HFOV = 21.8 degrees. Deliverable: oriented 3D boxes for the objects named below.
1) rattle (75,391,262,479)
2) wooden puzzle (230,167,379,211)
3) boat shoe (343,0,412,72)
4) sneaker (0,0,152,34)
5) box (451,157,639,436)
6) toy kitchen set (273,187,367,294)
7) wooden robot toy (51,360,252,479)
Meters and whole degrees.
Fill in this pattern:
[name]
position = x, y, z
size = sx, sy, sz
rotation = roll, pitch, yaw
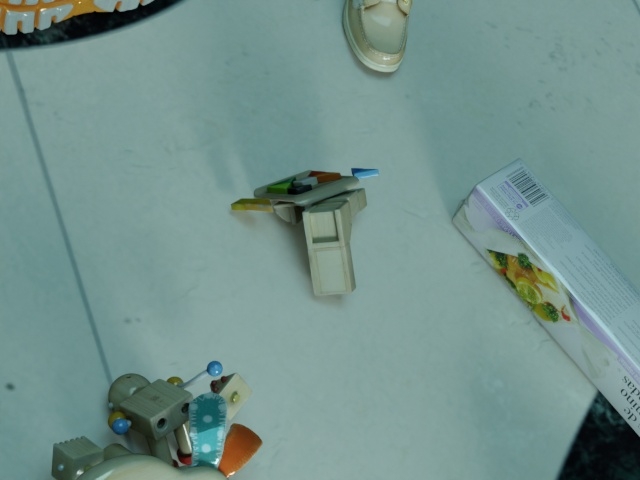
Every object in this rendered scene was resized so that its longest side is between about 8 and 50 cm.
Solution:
[rattle]
position = -0.092, 0.194, 1.172
size = 0.200, 0.143, 0.130
rotation = -33, 93, -26
[wooden puzzle]
position = -0.013, -0.047, 1.430
size = 0.116, 0.079, 0.014
rotation = -23, 111, -37
[boat shoe]
position = 0.058, -0.239, 1.581
size = 0.063, 0.059, 0.170
rotation = 8, 56, -16
[sneaker]
position = -0.239, -0.241, 1.461
size = 0.215, 0.084, 0.083
rotation = -11, 60, -37
[box]
position = 0.246, 0.071, 1.448
size = 0.067, 0.063, 0.324
rotation = -32, 74, -32
[toy kitchen set]
position = 0.000, 0.000, 1.427
size = 0.068, 0.075, 0.083
rotation = -4, 13, 18
[wooden robot toy]
position = -0.139, 0.138, 1.272
size = 0.173, 0.076, 0.079
rotation = -30, 37, -33
